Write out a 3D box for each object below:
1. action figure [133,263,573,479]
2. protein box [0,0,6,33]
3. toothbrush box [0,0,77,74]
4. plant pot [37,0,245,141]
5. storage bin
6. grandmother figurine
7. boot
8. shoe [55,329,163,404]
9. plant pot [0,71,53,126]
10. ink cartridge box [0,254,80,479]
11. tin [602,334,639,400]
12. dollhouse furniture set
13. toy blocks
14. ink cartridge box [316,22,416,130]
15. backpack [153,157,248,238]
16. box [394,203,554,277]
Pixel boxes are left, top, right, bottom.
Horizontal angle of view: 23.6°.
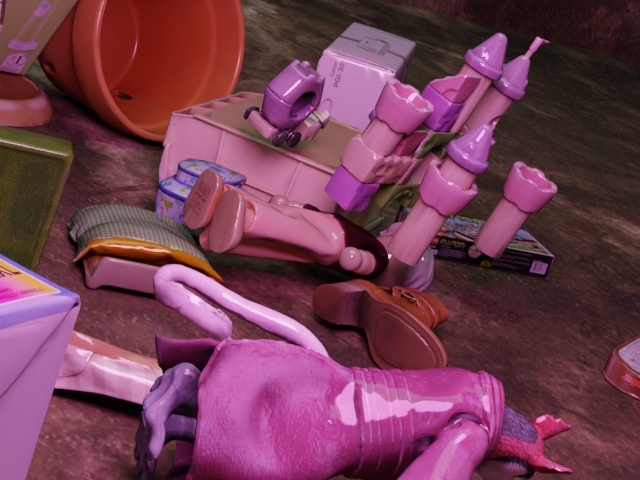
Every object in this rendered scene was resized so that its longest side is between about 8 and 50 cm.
[{"bbox_3d":[0.033,0.141,1.275,0.370,0.275,0.248,0,15,-10],"label":"action figure"},{"bbox_3d":[-0.525,-0.279,1.978,0.201,0.200,0.136,12,48,-18],"label":"protein box"},{"bbox_3d":[-0.451,-0.371,2.111,0.206,0.283,0.122,8,56,-34],"label":"toothbrush box"},{"bbox_3d":[-0.283,-0.301,2.255,0.203,0.291,0.291,12,10,40],"label":"plant pot"},{"bbox_3d":[-0.054,-0.100,2.098,0.260,0.123,0.262,23,19,15],"label":"storage bin"},{"bbox_3d":[0.000,0.000,1.854,0.342,0.104,0.208,17,23,-36],"label":"grandmother figurine"},{"bbox_3d":[0.104,0.096,1.762,0.197,0.073,0.152,35,20,34],"label":"boot"},{"bbox_3d":[-0.154,0.138,1.424,0.219,0.058,0.076,19,-13,-11],"label":"shoe"},{"bbox_3d":[-0.492,-0.220,2.169,0.236,0.032,0.236,17,18,-6],"label":"plant pot"},{"bbox_3d":[-0.382,0.083,1.002,0.395,0.270,0.151,27,17,24],"label":"ink cartridge box"},{"bbox_3d":[0.428,0.163,1.935,0.106,0.040,0.190,31,21,23],"label":"tin"},{"bbox_3d":[-0.249,-0.048,1.706,0.301,0.151,0.197,12,19,-19],"label":"dollhouse furniture set"},{"bbox_3d":[0.138,-0.161,1.895,0.309,0.260,0.288,43,24,24],"label":"toy blocks"},{"bbox_3d":[0.053,-0.208,2.377,0.117,0.207,0.283,18,18,4],"label":"ink cartridge box"},{"bbox_3d":[-0.153,-0.054,1.928,0.105,0.084,0.114,21,21,14],"label":"backpack"},{"bbox_3d":[0.220,0.000,2.204,0.207,0.036,0.114,10,20,-24],"label":"box"}]
